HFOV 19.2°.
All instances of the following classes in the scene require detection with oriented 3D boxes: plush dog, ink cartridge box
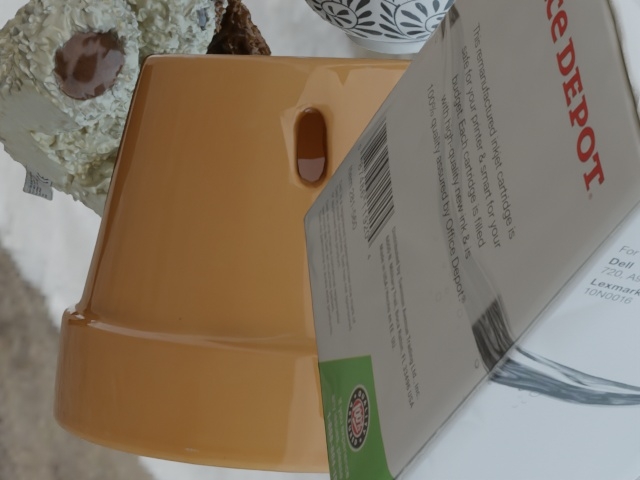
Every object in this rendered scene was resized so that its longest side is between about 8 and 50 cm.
[{"bbox_3d":[-0.150,-0.153,1.413,0.225,0.210,0.262,-55,141,-20],"label":"plush dog"},{"bbox_3d":[0.082,-0.005,0.669,0.219,0.092,0.160,126,-32,-44],"label":"ink cartridge box"}]

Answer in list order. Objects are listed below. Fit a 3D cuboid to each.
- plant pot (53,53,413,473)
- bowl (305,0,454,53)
[{"bbox_3d":[0.000,0.000,1.048,0.291,0.291,0.203,-22,114,-79],"label":"plant pot"},{"bbox_3d":[0.051,-0.174,1.237,0.170,0.170,0.080,-67,162,-52],"label":"bowl"}]
